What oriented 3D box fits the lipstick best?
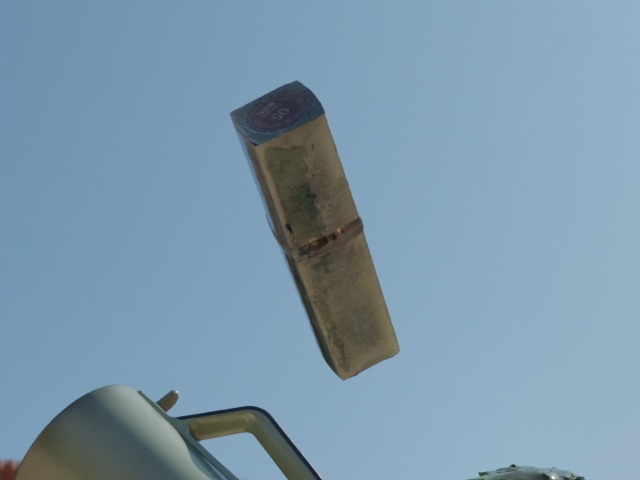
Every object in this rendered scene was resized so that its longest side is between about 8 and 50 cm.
[{"bbox_3d":[0.000,0.000,1.234,0.076,0.077,0.290,-26,-51,-11],"label":"lipstick"}]

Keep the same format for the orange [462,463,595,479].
[{"bbox_3d":[0.172,0.302,0.994,0.300,0.223,0.301,-14,-73,52],"label":"orange"}]

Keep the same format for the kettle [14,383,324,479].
[{"bbox_3d":[-0.193,0.383,2.027,0.376,0.361,0.250,35,-31,28],"label":"kettle"}]
